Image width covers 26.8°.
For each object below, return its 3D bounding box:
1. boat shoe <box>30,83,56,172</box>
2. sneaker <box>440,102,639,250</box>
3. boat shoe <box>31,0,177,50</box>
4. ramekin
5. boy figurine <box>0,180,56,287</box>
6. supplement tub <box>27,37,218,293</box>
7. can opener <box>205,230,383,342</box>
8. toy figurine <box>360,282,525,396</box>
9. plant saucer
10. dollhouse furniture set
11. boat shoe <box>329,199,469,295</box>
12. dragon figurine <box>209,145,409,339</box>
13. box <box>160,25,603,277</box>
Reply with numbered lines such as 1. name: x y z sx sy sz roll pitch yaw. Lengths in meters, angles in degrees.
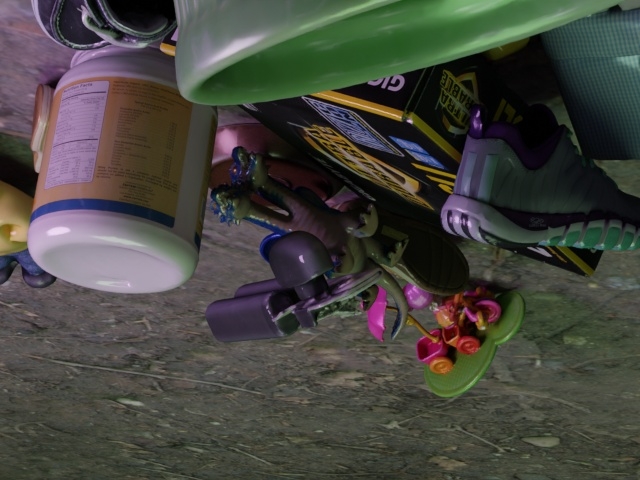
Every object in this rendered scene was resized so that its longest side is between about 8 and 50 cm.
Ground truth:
1. boat shoe: -0.243 -0.104 1.282 0.059 0.063 0.170 6 168 -8
2. sneaker: 0.180 -0.046 0.970 0.083 0.098 0.223 16 -169 42
3. boat shoe: -0.137 -0.190 0.972 0.108 0.102 0.301 18 155 -29
4. ramekin: 0.052 -0.186 0.733 0.303 0.148 0.303 -15 180 0
5. boy figurine: -0.373 -0.031 1.453 0.177 0.092 0.285 3 157 9
6. supplement tub: -0.165 -0.068 1.154 0.144 0.200 0.144 5 158 2
7. can opener: -0.033 0.045 1.257 0.074 0.093 0.280 -27 -178 -27
8. toy figurine: 0.132 0.089 1.624 0.159 0.130 0.173 31 127 -29
9. plant saucer: -0.051 -0.068 1.360 0.168 0.029 0.168 4 158 2
10. dollhouse furniture set: 0.270 -0.055 0.942 0.303 0.198 0.286 1 139 28
11. boat shoe: 0.079 0.006 1.480 0.190 0.068 0.072 30 161 -28
12. dragon figurine: 0.000 0.000 1.330 0.144 0.085 0.289 24 171 32
13. box: 0.067 -0.088 1.086 0.257 0.079 0.322 19 170 39
